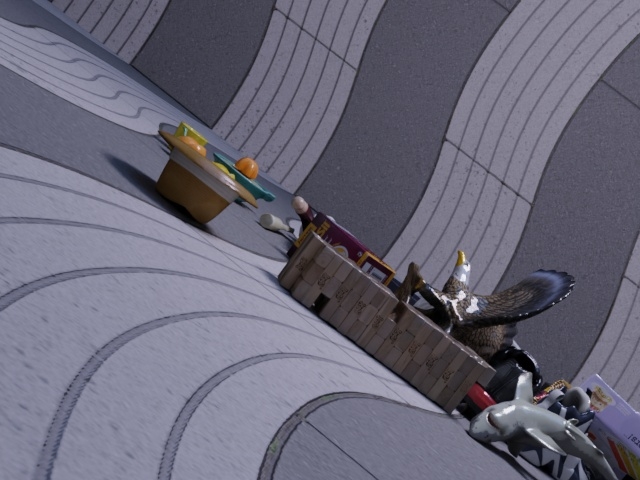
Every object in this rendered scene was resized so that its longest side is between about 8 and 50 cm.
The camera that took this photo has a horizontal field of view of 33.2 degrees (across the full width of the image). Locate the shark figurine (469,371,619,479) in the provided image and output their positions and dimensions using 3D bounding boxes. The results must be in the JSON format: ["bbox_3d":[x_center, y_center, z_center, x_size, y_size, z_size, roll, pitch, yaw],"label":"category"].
[{"bbox_3d":[0.342,0.316,1.612,0.278,0.116,0.166,30,38,-3],"label":"shark figurine"}]

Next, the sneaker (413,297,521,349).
[{"bbox_3d":[0.346,0.236,2.267,0.150,0.135,0.366,31,9,-41],"label":"sneaker"}]

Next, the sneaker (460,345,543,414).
[{"bbox_3d":[0.313,0.245,1.798,0.097,0.135,0.276,46,5,16],"label":"sneaker"}]

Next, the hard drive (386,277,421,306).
[{"bbox_3d":[0.231,0.164,2.645,0.172,0.054,0.255,34,6,-47],"label":"hard drive"}]

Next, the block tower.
[{"bbox_3d":[0.096,0.125,1.587,0.335,0.097,0.091,35,4,-11],"label":"block tower"}]

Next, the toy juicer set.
[{"bbox_3d":[-0.161,-0.124,2.159,0.329,0.089,0.209,38,4,-8],"label":"toy juicer set"}]

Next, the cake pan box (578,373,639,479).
[{"bbox_3d":[0.535,0.386,1.893,0.267,0.070,0.245,45,-19,19],"label":"cake pan box"}]

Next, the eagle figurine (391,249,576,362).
[{"bbox_3d":[0.255,0.121,1.787,0.298,0.225,0.226,17,3,-17],"label":"eagle figurine"}]

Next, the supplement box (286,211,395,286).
[{"bbox_3d":[0.034,0.041,1.899,0.081,0.104,0.188,35,5,-38],"label":"supplement box"}]

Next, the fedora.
[{"bbox_3d":[-0.178,-0.078,1.533,0.194,0.079,0.194,36,-2,2],"label":"fedora"}]

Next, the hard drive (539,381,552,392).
[{"bbox_3d":[0.600,0.424,2.301,0.237,0.064,0.339,40,5,32],"label":"hard drive"}]

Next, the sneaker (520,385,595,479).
[{"bbox_3d":[0.424,0.323,1.800,0.235,0.153,0.094,36,5,-30],"label":"sneaker"}]

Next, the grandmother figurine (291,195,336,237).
[{"bbox_3d":[0.000,0.000,2.209,0.342,0.104,0.207,-130,-165,-85],"label":"grandmother figurine"}]

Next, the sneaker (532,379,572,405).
[{"bbox_3d":[0.391,0.322,1.979,0.185,0.084,0.069,-14,62,-35],"label":"sneaker"}]
